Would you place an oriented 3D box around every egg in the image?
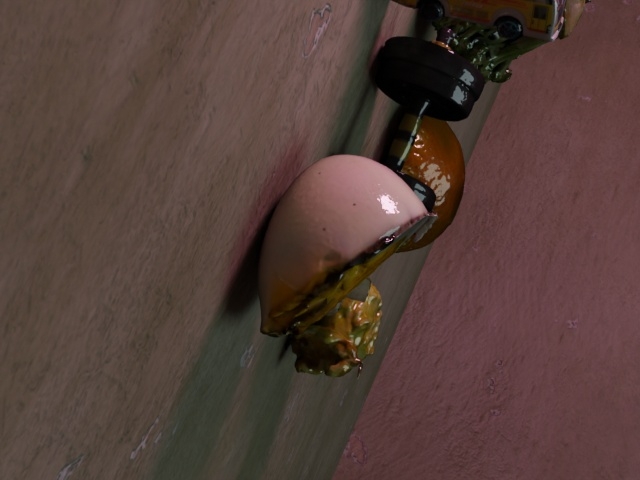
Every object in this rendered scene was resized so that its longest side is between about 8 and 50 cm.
[{"bbox_3d":[0.002,0.000,1.384,0.286,0.174,0.264,-43,172,3],"label":"egg"}]

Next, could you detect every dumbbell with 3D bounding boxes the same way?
[{"bbox_3d":[0.139,-0.169,1.638,0.185,0.185,0.388,43,69,-77],"label":"dumbbell"}]

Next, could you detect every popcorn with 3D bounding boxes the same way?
[{"bbox_3d":[0.036,0.156,1.812,0.168,0.174,0.195,-60,169,29],"label":"popcorn"}]

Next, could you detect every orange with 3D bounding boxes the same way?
[{"bbox_3d":[0.200,-0.123,2.067,0.334,0.196,0.262,89,11,-45],"label":"orange"}]

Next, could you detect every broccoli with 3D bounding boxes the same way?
[{"bbox_3d":[0.350,-0.456,1.854,0.303,0.284,0.321,-52,144,-24],"label":"broccoli"}]

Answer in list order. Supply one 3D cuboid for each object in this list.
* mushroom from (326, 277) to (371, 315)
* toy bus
[{"bbox_3d":[0.031,0.060,1.701,0.154,0.123,0.154,-59,170,-17],"label":"mushroom"},{"bbox_3d":[0.235,-0.378,1.494,0.092,0.268,0.106,-58,159,-44],"label":"toy bus"}]
